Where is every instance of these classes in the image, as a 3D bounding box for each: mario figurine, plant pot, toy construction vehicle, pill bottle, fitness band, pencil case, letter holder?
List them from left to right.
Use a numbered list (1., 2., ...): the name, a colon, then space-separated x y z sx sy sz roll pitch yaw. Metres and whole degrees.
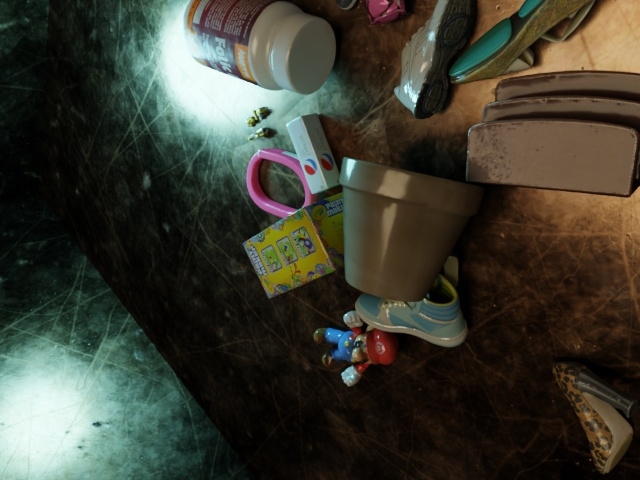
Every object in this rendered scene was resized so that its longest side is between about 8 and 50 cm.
1. toy construction vehicle: -0.205 -0.366 1.576 0.098 0.035 0.086 -12 99 43
2. pill bottle: -0.166 -0.535 1.341 0.392 0.224 0.224 28 124 31
3. fitness band: -0.127 -0.177 1.574 0.291 0.054 0.209 23 121 34
4. mario figurine: 0.091 0.326 1.504 0.198 0.170 0.320 39 148 -23
5. pencil case: 0.142 -0.609 1.134 0.098 0.095 0.209 -148 42 -73
6. plant pot: 0.178 -0.021 1.134 0.323 0.323 0.280 18 101 35
7. letter holder: 0.461 -0.217 0.974 0.302 0.152 0.214 12 113 38

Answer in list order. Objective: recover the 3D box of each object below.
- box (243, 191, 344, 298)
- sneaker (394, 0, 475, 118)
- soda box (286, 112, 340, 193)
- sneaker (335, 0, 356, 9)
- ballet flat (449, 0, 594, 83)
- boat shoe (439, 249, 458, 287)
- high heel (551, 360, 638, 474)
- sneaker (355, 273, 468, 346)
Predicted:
1. box: 0.000 0.000 1.370 0.279 0.290 0.177 -27 88 43
2. sneaker: 0.240 -0.430 1.114 0.129 0.111 0.297 46 128 40
3. soda box: -0.017 -0.248 1.433 0.069 0.074 0.216 -17 95 44
4. sneaker: 0.026 -0.664 1.164 0.086 0.163 0.226 19 121 33
5. ballet flat: 0.409 -0.407 0.979 0.123 0.123 0.348 57 136 8
6. boat shoe: 0.332 0.082 1.289 0.049 0.042 0.133 4 127 8
7. high heel: 0.616 0.407 1.162 0.186 0.093 0.261 33 137 49
8. sneaker: 0.226 0.148 1.313 0.319 0.127 0.208 10 136 29
